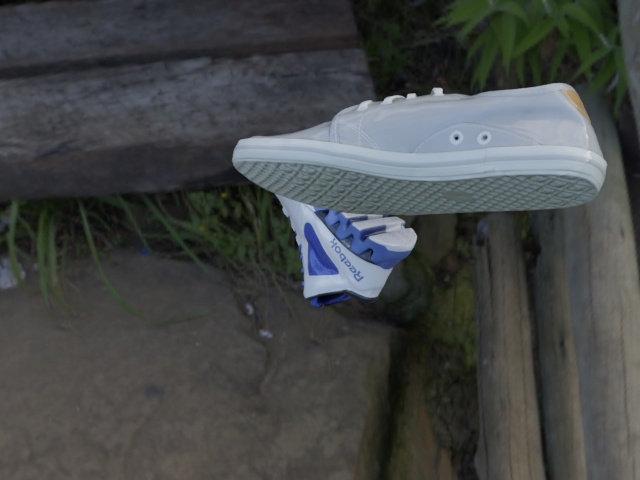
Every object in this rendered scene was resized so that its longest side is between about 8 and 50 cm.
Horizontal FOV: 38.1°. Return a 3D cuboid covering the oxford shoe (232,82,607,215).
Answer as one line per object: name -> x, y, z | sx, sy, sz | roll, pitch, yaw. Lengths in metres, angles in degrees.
oxford shoe -> 0.107, -0.110, 1.090 | 0.449, 0.169, 0.130 | 0, 73, 26

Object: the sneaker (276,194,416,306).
sneaker -> 0.001, 0.001, 1.476 | 0.127, 0.182, 0.315 | -4, 33, -42
